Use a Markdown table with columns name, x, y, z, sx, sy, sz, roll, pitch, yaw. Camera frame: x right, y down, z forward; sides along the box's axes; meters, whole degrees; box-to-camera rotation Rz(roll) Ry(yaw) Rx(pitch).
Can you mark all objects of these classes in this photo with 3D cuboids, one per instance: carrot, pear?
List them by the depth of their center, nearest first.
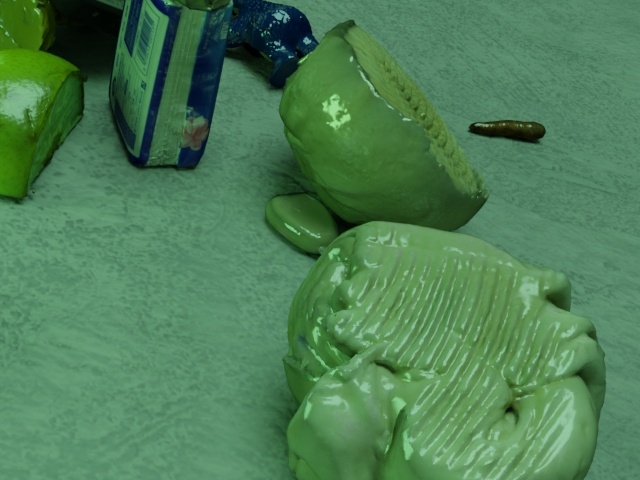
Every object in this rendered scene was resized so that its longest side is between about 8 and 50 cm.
| name | x | y | z | sx | sy | sz | roll | pitch | yaw |
| --- | --- | --- | --- | --- | --- | --- | --- | --- | --- |
| pear | -0.465 | -0.199 | 1.503 | 0.239 | 0.139 | 0.288 | 11 | 31 | 1 |
| carrot | 0.351 | -0.211 | 2.061 | 0.165 | 0.036 | 0.036 | 3 | 36 | -22 |

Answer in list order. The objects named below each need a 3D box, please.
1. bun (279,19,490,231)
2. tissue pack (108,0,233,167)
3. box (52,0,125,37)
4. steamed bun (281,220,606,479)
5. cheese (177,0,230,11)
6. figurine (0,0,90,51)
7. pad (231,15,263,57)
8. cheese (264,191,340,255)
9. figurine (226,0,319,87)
| name | x | y | z | sx | sy | sz | roll | pitch | yaw |
| --- | --- | --- | --- | --- | --- | --- | --- | --- | --- |
| bun | 0.072 | -0.142 | 1.623 | 0.364 | 0.202 | 0.364 | 45 | 17 | -18 |
| tissue pack | -0.217 | -0.267 | 1.603 | 0.137 | 0.270 | 0.209 | 2 | 35 | -23 |
| box | -0.316 | -0.417 | 1.797 | 0.350 | 0.058 | 0.211 | 14 | 52 | -56 |
| steamed bun | 0.117 | 0.172 | 1.173 | 0.352 | 0.247 | 0.339 | 16 | 49 | 6 |
| cheese | -0.156 | -0.364 | 1.481 | 0.092 | 0.047 | 0.171 | 19 | 35 | -2 |
| figurine | -0.445 | -0.383 | 1.791 | 0.187 | 0.168 | 0.315 | 17 | 21 | 15 |
| pad | -0.119 | -0.405 | 2.113 | 0.143 | 0.003 | 0.211 | -7 | 41 | -37 |
| cheese | 0.000 | 0.000 | 1.542 | 0.097 | 0.037 | 0.192 | -7 | 41 | -35 |
| figurine | -0.094 | -0.387 | 1.982 | 0.262 | 0.121 | 0.164 | 38 | 40 | 25 |
